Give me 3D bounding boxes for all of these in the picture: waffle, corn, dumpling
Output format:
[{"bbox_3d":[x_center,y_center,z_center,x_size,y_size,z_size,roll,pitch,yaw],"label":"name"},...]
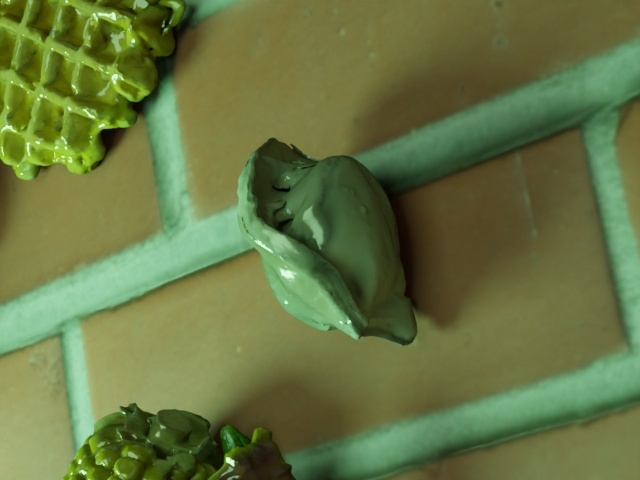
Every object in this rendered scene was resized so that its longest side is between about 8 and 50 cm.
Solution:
[{"bbox_3d":[-0.239,-0.213,1.631,0.329,0.062,0.329,-7,78,39],"label":"waffle"},{"bbox_3d":[-0.184,0.318,1.460,0.144,0.144,0.387,28,100,39],"label":"corn"},{"bbox_3d":[0.000,0.000,1.359,0.118,0.136,0.199,-44,69,18],"label":"dumpling"}]

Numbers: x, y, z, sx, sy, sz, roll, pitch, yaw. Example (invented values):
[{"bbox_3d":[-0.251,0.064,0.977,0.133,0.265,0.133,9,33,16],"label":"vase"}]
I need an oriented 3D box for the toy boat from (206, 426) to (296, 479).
[{"bbox_3d":[-0.076,0.302,1.369,0.099,0.141,0.318,-107,27,-69],"label":"toy boat"}]

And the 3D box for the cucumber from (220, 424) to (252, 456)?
[{"bbox_3d":[-0.040,0.222,1.418,0.039,0.039,0.168,-33,70,32],"label":"cucumber"}]
